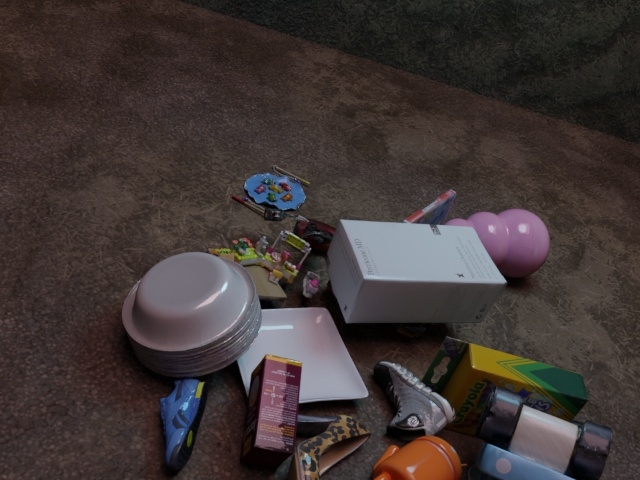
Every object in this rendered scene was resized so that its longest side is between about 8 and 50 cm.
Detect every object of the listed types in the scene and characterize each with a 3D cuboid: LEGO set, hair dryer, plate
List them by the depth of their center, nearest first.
[{"bbox_3d":[-0.066,0.264,1.643,0.278,0.045,0.277,1,41,-27],"label":"plate"},{"bbox_3d":[-0.125,0.031,1.776,0.287,0.107,0.132,22,26,-25],"label":"LEGO set"},{"bbox_3d":[0.000,0.000,1.950,0.223,0.080,0.293,29,10,40],"label":"hair dryer"}]

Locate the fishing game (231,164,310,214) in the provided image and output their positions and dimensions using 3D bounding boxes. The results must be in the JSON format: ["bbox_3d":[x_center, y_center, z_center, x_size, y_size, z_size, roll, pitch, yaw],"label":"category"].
[{"bbox_3d":[-0.132,-0.152,2.175,0.189,0.041,0.264,29,36,16],"label":"fishing game"}]

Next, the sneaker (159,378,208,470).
[{"bbox_3d":[-0.277,0.350,1.408,0.082,0.069,0.209,5,36,3],"label":"sneaker"}]

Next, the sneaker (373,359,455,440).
[{"bbox_3d":[0.171,0.360,1.612,0.132,0.086,0.229,-39,44,-24],"label":"sneaker"}]

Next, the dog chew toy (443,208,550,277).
[{"bbox_3d":[0.500,0.005,2.168,0.332,0.206,0.206,2,38,-12],"label":"dog chew toy"}]

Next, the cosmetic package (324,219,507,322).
[{"bbox_3d":[0.224,0.078,1.797,0.385,0.156,0.217,3,41,-24],"label":"cosmetic package"}]

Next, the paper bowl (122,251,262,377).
[{"bbox_3d":[-0.273,0.135,1.538,0.284,0.148,0.284,-5,41,5],"label":"paper bowl"}]

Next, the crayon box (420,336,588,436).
[{"bbox_3d":[0.393,0.349,1.631,0.323,0.203,0.083,17,35,-6],"label":"crayon box"}]

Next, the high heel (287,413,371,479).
[{"bbox_3d":[0.030,0.437,1.421,0.186,0.093,0.261,10,32,-15],"label":"high heel"}]

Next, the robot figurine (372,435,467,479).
[{"bbox_3d":[0.188,0.462,1.438,0.219,0.158,0.128,-18,80,-42],"label":"robot figurine"}]

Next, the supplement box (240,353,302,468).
[{"bbox_3d":[-0.096,0.333,1.433,0.081,0.104,0.188,15,54,-15],"label":"supplement box"}]

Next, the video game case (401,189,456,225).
[{"bbox_3d":[0.275,-0.015,2.057,0.025,0.204,0.285,33,36,21],"label":"video game case"}]

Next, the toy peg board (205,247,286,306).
[{"bbox_3d":[-0.194,0.106,1.779,0.160,0.079,0.161,9,34,-44],"label":"toy peg board"}]

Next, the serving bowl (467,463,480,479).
[{"bbox_3d":[0.345,0.510,1.541,0.083,0.027,0.083,14,36,-10],"label":"serving bowl"}]

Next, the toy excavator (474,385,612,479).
[{"bbox_3d":[0.350,0.510,1.324,0.222,0.445,0.433,19,-9,14],"label":"toy excavator"}]

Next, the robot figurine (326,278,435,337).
[{"bbox_3d":[0.172,0.145,1.894,0.291,0.085,0.211,30,36,14],"label":"robot figurine"}]
